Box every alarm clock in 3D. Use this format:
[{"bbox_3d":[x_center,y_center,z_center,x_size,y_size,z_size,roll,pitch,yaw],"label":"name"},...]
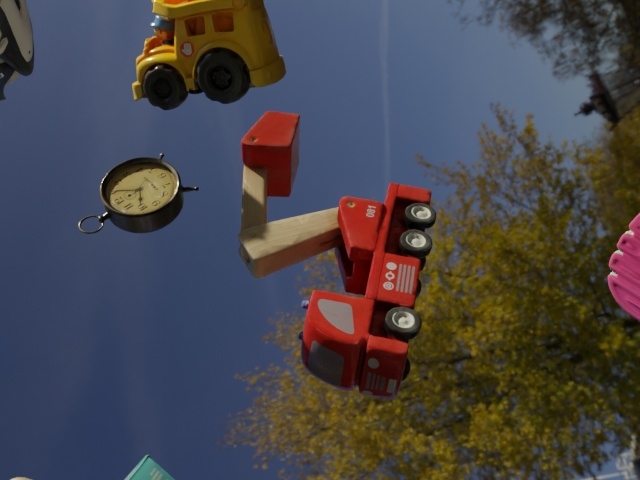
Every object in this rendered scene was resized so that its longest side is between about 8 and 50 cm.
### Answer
[{"bbox_3d":[-0.305,-0.062,1.172,0.192,0.064,0.129,-32,-120,-27],"label":"alarm clock"}]

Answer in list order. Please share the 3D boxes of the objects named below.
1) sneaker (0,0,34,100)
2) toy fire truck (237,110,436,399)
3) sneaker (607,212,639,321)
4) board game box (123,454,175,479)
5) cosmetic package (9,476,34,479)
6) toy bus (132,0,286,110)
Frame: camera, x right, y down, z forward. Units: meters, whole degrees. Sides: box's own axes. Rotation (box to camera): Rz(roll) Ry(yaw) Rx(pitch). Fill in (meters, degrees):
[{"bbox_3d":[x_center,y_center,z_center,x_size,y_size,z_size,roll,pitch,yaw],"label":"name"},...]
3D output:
[{"bbox_3d":[-0.250,-0.138,0.491,0.153,0.094,0.235,89,166,-46],"label":"sneaker"},{"bbox_3d":[0.000,0.000,0.447,0.047,0.135,0.192,95,-171,-45],"label":"toy fire truck"},{"bbox_3d":[0.331,-0.046,0.575,0.111,0.252,0.103,8,-156,-42],"label":"sneaker"},{"bbox_3d":[-0.091,0.374,0.627,0.336,0.079,0.254,42,-171,0],"label":"board game box"},{"bbox_3d":[-0.066,0.234,0.354,0.160,0.113,0.309,44,172,29],"label":"cosmetic package"},{"bbox_3d":[-0.180,-0.313,1.068,0.149,0.220,0.212,-63,-35,-62],"label":"toy bus"}]
